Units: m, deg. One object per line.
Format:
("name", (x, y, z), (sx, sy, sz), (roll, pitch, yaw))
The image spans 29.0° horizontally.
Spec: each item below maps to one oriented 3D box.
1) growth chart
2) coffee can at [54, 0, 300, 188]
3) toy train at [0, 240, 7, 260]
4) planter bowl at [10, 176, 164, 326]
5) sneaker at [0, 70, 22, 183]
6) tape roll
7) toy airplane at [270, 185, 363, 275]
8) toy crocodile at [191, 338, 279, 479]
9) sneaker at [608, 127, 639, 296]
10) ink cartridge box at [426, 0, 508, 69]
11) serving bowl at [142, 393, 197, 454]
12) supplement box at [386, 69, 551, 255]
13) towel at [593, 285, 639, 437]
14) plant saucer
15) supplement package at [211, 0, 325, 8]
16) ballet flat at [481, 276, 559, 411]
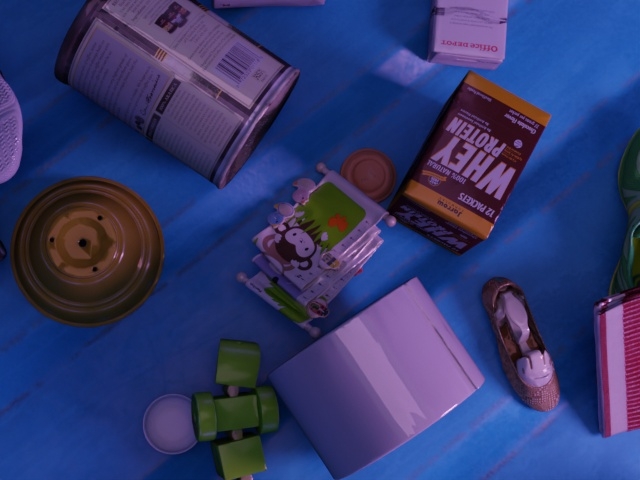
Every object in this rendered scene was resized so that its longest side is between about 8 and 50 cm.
("growth chart", (-0.009, 0.007, 1.743), (0.172, 0.021, 0.237), (30, 67, 17))
("coffee can", (-0.196, -0.228, 1.708), (0.275, 0.201, 0.201), (35, 80, 0))
("toy train", (-0.589, 0.023, 1.671), (0.334, 0.142, 0.190), (-36, 96, -9))
("planter bowl", (-0.326, 0.009, 1.716), (0.217, 0.090, 0.217), (1, 82, -5))
("sneaker", (-0.462, -0.180, 1.695), (0.101, 0.153, 0.269), (-21, 72, -9))
("tape roll", (0.073, 0.182, 1.651), (0.246, 0.246, 0.169), (-33, 85, -9))
("toy airplane", (0.000, 0.000, 1.777), (0.151, 0.028, 0.151), (1, 66, -2))
("toy crocodile", (-0.111, 0.303, 1.692), (0.115, 0.105, 0.341), (-6, 87, -14))
("sneaker", (0.487, -0.025, 1.782), (0.109, 0.123, 0.296), (8, 80, -4))
("ink cartridge box", (0.218, -0.335, 1.833), (0.109, 0.063, 0.151), (6, 81, -5))
("serving bowl", (-0.205, 0.255, 1.721), (0.083, 0.027, 0.083), (1, 81, -6))
("supplement box", (0.201, -0.102, 1.732), (0.129, 0.191, 0.194), (29, 81, 0))
("towel", (0.541, 0.142, 1.748), (0.329, 0.037, 0.237), (-15, 121, -7))
("plant saucer", (0.070, -0.094, 1.808), (0.083, 0.013, 0.084), (1, 81, -5))
("supplement package", (-0.078, -0.500, 1.772), (0.175, 0.177, 0.293), (-3, 82, -6))
("ballet flat", (0.287, 0.148, 1.765), (0.073, 0.067, 0.206), (-25, 85, -9))
